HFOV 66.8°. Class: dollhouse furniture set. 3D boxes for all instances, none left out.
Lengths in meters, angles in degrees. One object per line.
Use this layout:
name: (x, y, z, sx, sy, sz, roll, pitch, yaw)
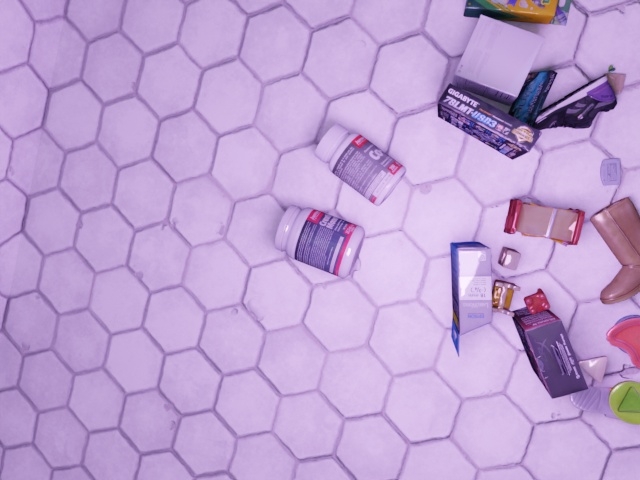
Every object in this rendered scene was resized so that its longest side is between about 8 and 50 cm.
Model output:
dollhouse furniture set: (0.675, 0.061, 1.551, 0.202, 0.152, 0.373, 13, 97, 11)

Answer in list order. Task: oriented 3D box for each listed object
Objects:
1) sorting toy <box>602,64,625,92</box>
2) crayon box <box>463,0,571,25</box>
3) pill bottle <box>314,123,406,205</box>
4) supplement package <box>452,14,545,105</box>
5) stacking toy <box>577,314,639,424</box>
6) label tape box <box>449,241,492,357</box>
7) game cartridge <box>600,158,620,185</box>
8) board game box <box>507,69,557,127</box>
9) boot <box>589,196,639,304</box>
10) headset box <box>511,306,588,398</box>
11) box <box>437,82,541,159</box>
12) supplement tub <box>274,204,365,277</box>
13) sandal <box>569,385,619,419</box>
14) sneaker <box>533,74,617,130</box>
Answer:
sorting toy: (0.923, -0.509, 1.528, 0.062, 0.012, 0.083, 10, 99, 16)
crayon box: (0.638, -0.809, 1.533, 0.323, 0.083, 0.202, 11, 96, 11)
pill bottle: (0.132, -0.260, 1.639, 0.283, 0.161, 0.161, 38, 101, 7)
supplement package: (0.554, -0.562, 1.533, 0.203, 0.149, 0.194, 25, 98, 9)
stacking toy: (1.000, 0.406, 1.532, 0.280, 0.130, 0.308, -39, 75, 15)
label tape box: (0.480, 0.178, 1.556, 0.106, 0.241, 0.333, -2, 94, 10)
game cartridge: (0.924, -0.218, 1.547, 0.056, 0.017, 0.083, -3, 93, 9)
board game box: (0.658, -0.441, 1.535, 0.026, 0.126, 0.186, 19, 98, -19)
boot: (0.930, 0.035, 1.532, 0.236, 0.089, 0.269, -30, 88, 0)
headset box: (0.697, 0.332, 1.492, 0.110, 0.293, 0.217, -21, 88, 13)
box: (0.501, -0.356, 1.486, 0.294, 0.295, 0.073, 31, 102, 9)
supplement tub: (0.000, 0.000, 1.670, 0.273, 0.191, 0.191, 21, 98, 10)
sandal: (0.921, 0.518, 1.567, 0.266, 0.076, 0.101, 11, 74, 0)
sneaker: (0.787, -0.391, 1.523, 0.284, 0.107, 0.124, -30, 94, 13)
